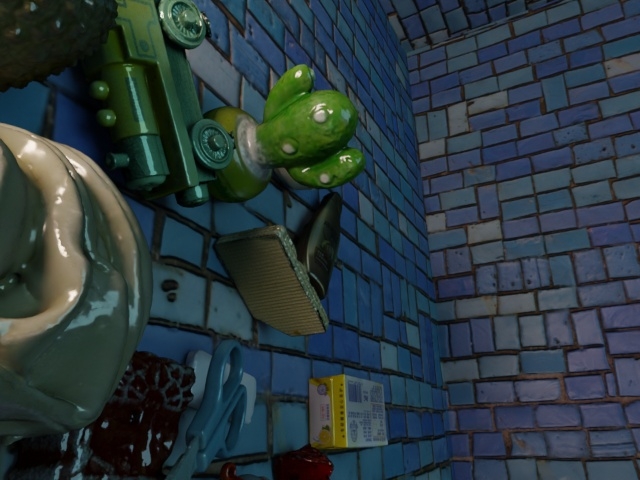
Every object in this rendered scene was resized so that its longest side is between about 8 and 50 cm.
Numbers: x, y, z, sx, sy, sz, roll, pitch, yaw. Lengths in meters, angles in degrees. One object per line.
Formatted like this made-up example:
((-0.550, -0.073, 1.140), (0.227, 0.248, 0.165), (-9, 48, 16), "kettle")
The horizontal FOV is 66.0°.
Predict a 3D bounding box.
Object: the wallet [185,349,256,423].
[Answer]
((-0.173, 0.260, 0.861), (0.190, 0.033, 0.095), (45, 42, -49), "wallet")

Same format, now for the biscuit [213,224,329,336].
((-0.090, 0.087, 0.973), (0.252, 0.150, 0.052), (65, 29, -25), "biscuit")

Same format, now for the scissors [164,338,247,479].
((-0.174, 0.294, 0.635), (0.447, 0.029, 0.192), (-58, 150, -72), "scissors")

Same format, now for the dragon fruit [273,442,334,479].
((-0.014, 0.517, 0.994), (0.092, 0.122, 0.192), (35, 45, -76), "dragon fruit")

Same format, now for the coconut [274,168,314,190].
((-0.022, -0.210, 1.208), (0.171, 0.183, 0.170), (31, 54, -53), "coconut")

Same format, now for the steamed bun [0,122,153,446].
((-0.290, 0.022, 0.437), (0.324, 0.219, 0.309), (31, 45, -35), "steamed bun")

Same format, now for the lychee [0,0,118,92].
((-0.346, -0.274, 0.482), (0.255, 0.274, 0.255), (15, 90, -85), "lychee")

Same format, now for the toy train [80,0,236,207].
((-0.268, -0.224, 0.752), (0.237, 0.150, 0.368), (-20, 97, -57), "toy train")

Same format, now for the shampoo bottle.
((0.000, 0.000, 1.285), (0.125, 0.084, 0.350), (60, 29, -30), "shampoo bottle")

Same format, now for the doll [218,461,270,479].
((-0.104, 0.511, 0.808), (0.200, 0.105, 0.336), (-34, 111, -64), "doll")

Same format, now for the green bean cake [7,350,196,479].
((-0.258, 0.247, 0.606), (0.198, 0.097, 0.232), (44, 41, -51), "green bean cake")

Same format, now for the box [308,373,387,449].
((0.073, 0.432, 1.230), (0.265, 0.097, 0.168), (33, 50, -57), "box")

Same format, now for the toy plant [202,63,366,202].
((-0.077, -0.190, 0.919), (0.184, 0.316, 0.224), (-42, 119, -65), "toy plant")
